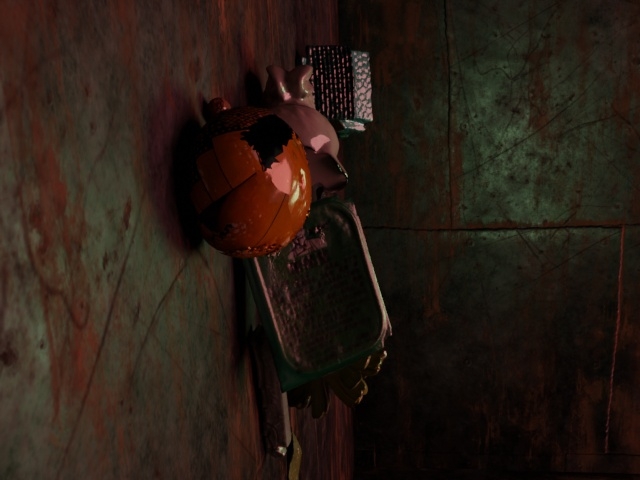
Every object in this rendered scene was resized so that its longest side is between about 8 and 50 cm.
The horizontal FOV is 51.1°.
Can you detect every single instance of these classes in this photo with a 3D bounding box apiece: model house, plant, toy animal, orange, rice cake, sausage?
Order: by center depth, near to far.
[{"bbox_3d":[-0.110,-0.088,1.027,0.234,0.182,0.234,9,90,-74],"label":"orange"},{"bbox_3d":[-0.158,-0.204,1.155,0.177,0.040,0.047,47,34,-80],"label":"sausage"},{"bbox_3d":[-0.069,-0.243,1.388,0.258,0.194,0.357,74,5,-48],"label":"toy animal"},{"bbox_3d":[-0.102,0.332,1.452,0.066,0.063,0.336,-71,159,-61],"label":"rice cake"},{"bbox_3d":[0.011,0.260,1.645,0.261,0.306,0.297,-19,81,-54],"label":"plant"},{"bbox_3d":[0.009,-0.462,2.110,0.241,0.226,0.261,-4,89,-46],"label":"model house"}]

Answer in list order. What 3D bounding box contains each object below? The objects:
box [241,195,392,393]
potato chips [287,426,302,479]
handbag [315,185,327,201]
[{"bbox_3d":[-0.023,0.098,1.349,0.106,0.264,0.336,-5,-77,66],"label":"box"},{"bbox_3d":[-0.071,0.614,1.834,0.142,0.026,0.209,-63,149,-69],"label":"potato chips"},{"bbox_3d":[0.000,0.000,1.837,0.175,0.089,0.270,68,24,-52],"label":"handbag"}]
